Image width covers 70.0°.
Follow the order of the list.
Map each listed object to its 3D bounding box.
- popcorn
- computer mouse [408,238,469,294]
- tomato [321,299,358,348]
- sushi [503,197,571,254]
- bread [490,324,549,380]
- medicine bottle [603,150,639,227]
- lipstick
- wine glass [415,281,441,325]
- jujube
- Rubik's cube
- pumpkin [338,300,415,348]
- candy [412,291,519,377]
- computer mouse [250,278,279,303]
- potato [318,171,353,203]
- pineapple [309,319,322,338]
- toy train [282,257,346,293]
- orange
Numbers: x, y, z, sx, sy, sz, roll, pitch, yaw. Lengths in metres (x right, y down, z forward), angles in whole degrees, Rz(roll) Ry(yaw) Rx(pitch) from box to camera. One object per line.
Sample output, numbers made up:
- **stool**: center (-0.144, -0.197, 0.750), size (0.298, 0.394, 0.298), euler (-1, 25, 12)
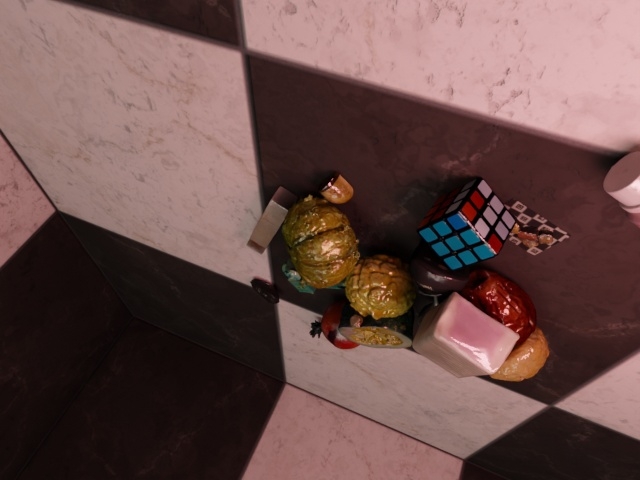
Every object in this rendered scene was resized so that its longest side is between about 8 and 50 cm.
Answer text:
- **popcorn**: center (0.213, 0.146, 1.539), size (0.237, 0.251, 0.206), euler (31, 136, 19)
- **computer mouse**: center (0.343, 0.089, 1.341), size (0.170, 0.269, 0.100), euler (26, 111, 11)
- **tomato**: center (0.105, 0.363, 1.945), size (0.208, 0.184, 0.208), euler (5, 115, 10)
- **sushi**: center (0.547, -0.024, 1.240), size (0.201, 0.031, 0.139), euler (31, 148, -5)
- **bread**: center (0.654, 0.375, 1.549), size (0.134, 0.244, 0.244), euler (43, 145, -10)
- **medicine bottle**: center (0.718, -0.076, 0.939), size (0.247, 0.147, 0.147), euler (32, 147, -7)
- **lipstick**: center (-0.185, -0.064, 1.677), size (0.080, 0.076, 0.371), euler (33, 148, -6)
- **wine glass**: center (0.400, 0.211, 1.581), size (0.156, 0.156, 0.232), euler (9, 141, 27)
- **jujube**: center (0.552, 0.210, 1.423), size (0.197, 0.197, 0.290), euler (-15, 128, 47)
- **Rubik's cube**: center (0.382, -0.040, 1.200), size (0.162, 0.163, 0.160), euler (49, 144, -7)
- **pumpkin**: center (0.218, 0.280, 1.738), size (0.293, 0.197, 0.263), euler (-11, 146, 39)
- **candy**: center (0.402, 0.289, 1.337), size (0.208, 0.145, 0.359), euler (34, 165, 10)
- **computer mouse**: center (-0.257, 0.234, 2.174), size (0.172, 0.057, 0.099), euler (37, 150, 7)
- **potato**: center (0.051, -0.145, 1.402), size (0.103, 0.066, 0.096), euler (35, 150, -16)
- **pineapple**: center (0.043, 0.420, 2.170), size (0.221, 0.103, 0.083), euler (-11, 132, 43)
- **toy train**: center (-0.002, 0.131, 1.790), size (0.298, 0.120, 0.194), euler (0, 146, 36)
- **orange**: center (0.000, 0.000, 1.483), size (0.301, 0.223, 0.300), euler (65, 161, 10)
